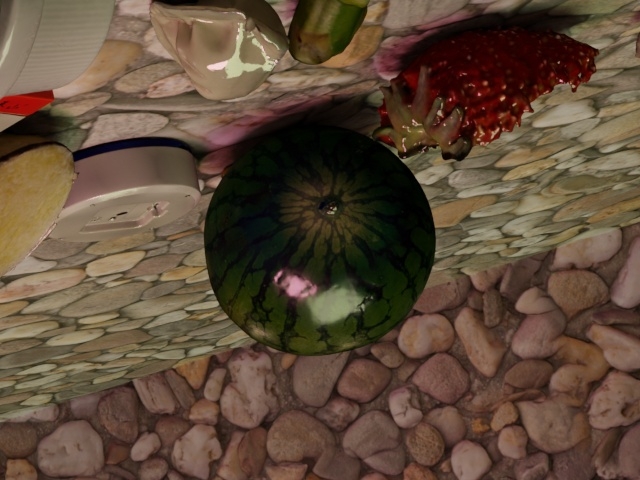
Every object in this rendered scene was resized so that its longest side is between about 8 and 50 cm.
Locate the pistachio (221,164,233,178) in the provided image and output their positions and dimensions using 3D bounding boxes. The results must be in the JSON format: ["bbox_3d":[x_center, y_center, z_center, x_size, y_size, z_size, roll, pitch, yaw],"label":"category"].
[{"bbox_3d":[-0.085,-0.085,2.366,0.089,0.049,0.173,-22,166,23],"label":"pistachio"}]

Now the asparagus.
[{"bbox_3d":[0.019,-0.272,1.637,0.085,0.082,0.343,23,161,-3],"label":"asparagus"}]

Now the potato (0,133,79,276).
[{"bbox_3d":[-0.430,-0.056,1.946,0.239,0.116,0.299,-26,160,-32],"label":"potato"}]

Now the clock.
[{"bbox_3d":[-0.284,-0.067,2.161,0.230,0.083,0.230,-15,169,-3],"label":"clock"}]

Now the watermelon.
[{"bbox_3d":[0.000,0.000,2.202,0.363,0.363,0.363,-14,167,-3],"label":"watermelon"}]

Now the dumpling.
[{"bbox_3d":[-0.119,-0.219,1.669,0.155,0.111,0.181,31,135,-28],"label":"dumpling"}]

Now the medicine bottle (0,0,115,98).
[{"bbox_3d":[-0.330,-0.204,1.155,0.245,0.245,0.306,-26,170,42],"label":"medicine bottle"}]

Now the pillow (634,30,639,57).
[{"bbox_3d":[0.554,-0.304,2.110,0.270,0.067,0.173,-8,160,-29],"label":"pillow"}]

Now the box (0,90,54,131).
[{"bbox_3d":[-0.391,-0.153,1.750,0.152,0.048,0.100,-21,169,35],"label":"box"}]

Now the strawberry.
[{"bbox_3d":[0.211,-0.223,2.013,0.306,0.138,0.233,-36,-161,-30],"label":"strawberry"}]
